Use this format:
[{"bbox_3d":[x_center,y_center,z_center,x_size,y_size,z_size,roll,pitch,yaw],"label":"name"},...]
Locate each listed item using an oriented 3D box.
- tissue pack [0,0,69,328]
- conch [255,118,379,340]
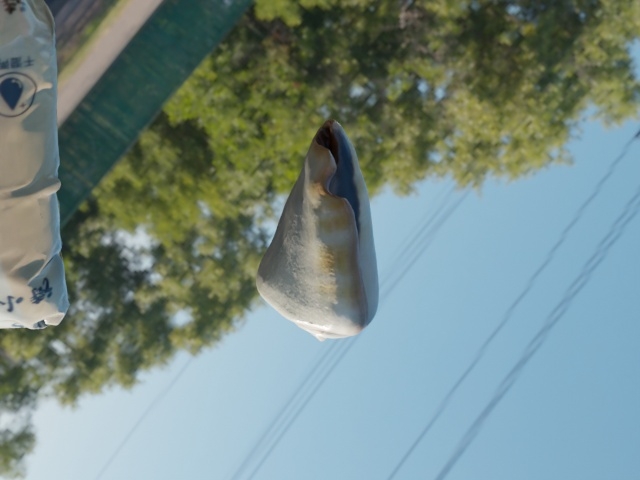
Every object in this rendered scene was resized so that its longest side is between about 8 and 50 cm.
[{"bbox_3d":[-0.406,-0.077,0.942,0.195,0.375,0.390,-91,-173,-48],"label":"tissue pack"},{"bbox_3d":[0.011,0.005,0.781,0.104,0.094,0.176,-50,165,-54],"label":"conch"}]
